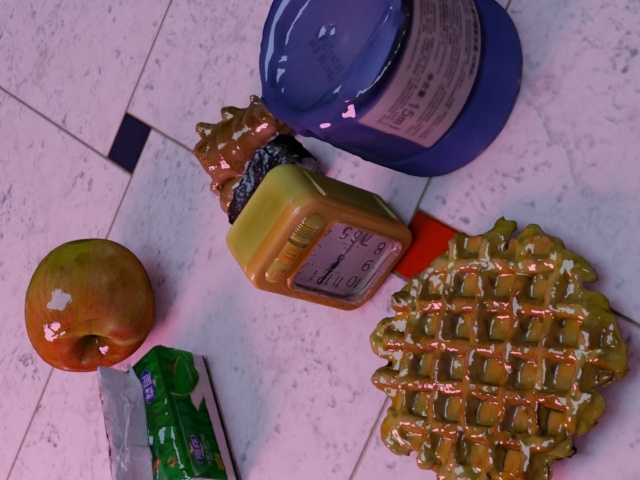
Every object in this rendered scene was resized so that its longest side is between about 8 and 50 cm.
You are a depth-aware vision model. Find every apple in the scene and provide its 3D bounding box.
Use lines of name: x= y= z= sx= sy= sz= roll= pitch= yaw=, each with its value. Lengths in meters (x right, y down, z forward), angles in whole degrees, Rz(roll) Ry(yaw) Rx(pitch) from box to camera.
apple: x=-0.344 y=0.092 z=1.756 sx=0.196 sy=0.196 sz=0.196 roll=-14 pitch=70 yaw=41

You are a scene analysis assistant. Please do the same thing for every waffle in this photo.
waffle: x=0.188 y=0.137 z=1.318 sx=0.325 sy=0.068 sz=0.302 roll=-50 pitch=50 yaw=24

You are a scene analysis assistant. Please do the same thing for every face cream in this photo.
face cream: x=0.079 y=-0.219 z=1.409 sx=0.249 sy=0.225 sz=0.249 roll=-15 pitch=67 yaw=40

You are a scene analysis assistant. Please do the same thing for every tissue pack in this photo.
tissue pack: x=-0.228 y=0.268 z=1.619 sx=0.148 sy=0.156 sz=0.209 roll=-37 pitch=55 yaw=28

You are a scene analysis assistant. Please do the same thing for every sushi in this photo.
sushi: x=-0.064 y=-0.068 z=1.598 sx=0.078 sy=0.090 sz=0.150 roll=42 pitch=114 yaw=33

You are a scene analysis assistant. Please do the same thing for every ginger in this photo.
ginger: x=-0.108 y=-0.143 z=1.665 sx=0.205 sy=0.081 sz=0.115 roll=-55 pitch=54 yaw=20

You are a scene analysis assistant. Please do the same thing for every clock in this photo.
clock: x=0.000 y=0.000 z=1.438 sx=0.143 sy=0.202 sz=0.096 roll=-56 pitch=47 yaw=18
